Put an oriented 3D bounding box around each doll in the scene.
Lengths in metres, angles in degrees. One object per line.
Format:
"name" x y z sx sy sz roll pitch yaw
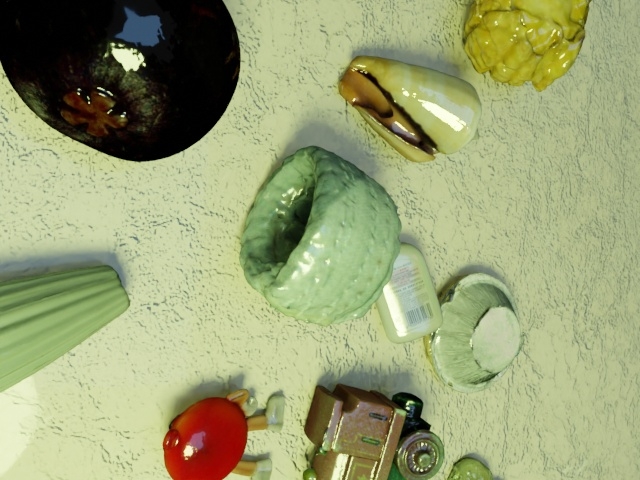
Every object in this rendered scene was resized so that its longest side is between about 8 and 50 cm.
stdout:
"doll" -0.151 0.304 0.855 0.217 0.085 0.183 17 86 -46

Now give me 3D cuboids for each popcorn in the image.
"popcorn" 0.373 -0.386 1.049 0.250 0.190 0.251 -5 101 -26

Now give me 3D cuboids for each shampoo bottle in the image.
"shampoo bottle" 0.136 0.062 1.007 0.107 0.051 0.221 -19 95 -7

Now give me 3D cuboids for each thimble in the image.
"thimble" 0.000 0.000 0.850 0.171 0.204 0.250 30 62 -33

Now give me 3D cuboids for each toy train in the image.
"toy train" 0.065 0.390 0.952 0.221 0.150 0.305 17 86 -18

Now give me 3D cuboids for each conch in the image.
"conch" 0.159 -0.231 0.993 0.255 0.127 0.158 32 107 -5

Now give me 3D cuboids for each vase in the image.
"vase" -0.359 0.101 0.707 0.248 0.128 0.128 -24 104 -34

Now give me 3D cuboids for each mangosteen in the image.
"mangosteen" -0.229 -0.255 0.704 0.274 0.275 0.303 28 46 -27

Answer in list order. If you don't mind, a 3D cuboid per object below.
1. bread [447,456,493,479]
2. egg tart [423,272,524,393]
"bread" 0.295 0.576 1.132 0.207 0.056 0.287 23 83 -26
"egg tart" 0.302 0.177 1.092 0.233 0.094 0.234 -3 96 -31
